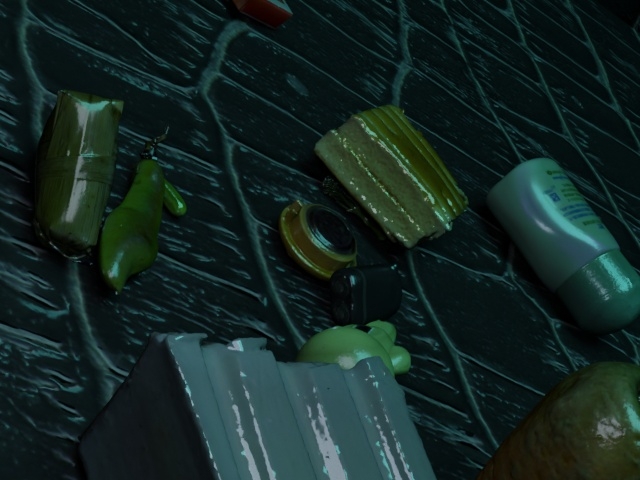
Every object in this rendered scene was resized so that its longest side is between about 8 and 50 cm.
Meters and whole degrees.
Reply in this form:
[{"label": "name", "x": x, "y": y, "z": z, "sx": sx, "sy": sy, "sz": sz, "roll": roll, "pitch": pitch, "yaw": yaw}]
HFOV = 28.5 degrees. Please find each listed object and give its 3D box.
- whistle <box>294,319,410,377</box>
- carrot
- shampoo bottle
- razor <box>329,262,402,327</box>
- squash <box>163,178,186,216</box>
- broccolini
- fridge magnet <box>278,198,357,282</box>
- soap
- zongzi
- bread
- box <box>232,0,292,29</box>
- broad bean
[{"label": "whistle", "x": 0.046, "y": 0.177, "z": 1.662, "sx": 0.141, "sy": 0.141, "sz": 0.294, "roll": 51, "pitch": 12, "yaw": 11}, {"label": "carrot", "x": 0.321, "y": 0.313, "z": 1.594, "sx": 0.224, "sy": 0.341, "sz": 0.224, "roll": 28, "pitch": 34, "yaw": -21}, {"label": "shampoo bottle", "x": 0.467, "y": 0.018, "z": 2.346, "sx": 0.349, "sy": 0.151, "sz": 0.222, "roll": 56, "pitch": 25, "yaw": 19}, {"label": "razor", "x": 0.070, "y": 0.079, "z": 1.836, "sx": 0.148, "sy": 0.054, "sz": 0.090, "roll": -8, "pitch": 98, "yaw": -57}, {"label": "squash", "x": -0.213, "y": -0.068, "z": 1.710, "sx": 0.089, "sy": 0.027, "sz": 0.027, "roll": 50, "pitch": 29, "yaw": 11}, {"label": "broccolini", "x": 0.056, "y": -0.054, "z": 2.038, "sx": 0.140, "sy": 0.030, "sz": 0.035, "roll": 43, "pitch": 26, "yaw": -10}, {"label": "fridge magnet", "x": 0.000, "y": 0.000, "z": 1.857, "sx": 0.143, "sy": 0.063, "sz": 0.143, "roll": 30, "pitch": 34, "yaw": -23}, {"label": "soap", "x": -0.023, "y": 0.332, "z": 1.253, "sx": 0.350, "sy": 0.213, "sz": 0.435, "roll": 16, "pitch": 40, "yaw": -45}, {"label": "zongzi", "x": -0.315, "y": -0.065, "z": 1.557, "sx": 0.094, "sy": 0.204, "sz": 0.205, "roll": 11, "pitch": 79, "yaw": -21}, {"label": "bread", "x": 0.133, "y": -0.106, "z": 2.094, "sx": 0.246, "sy": 0.111, "sz": 0.239, "roll": 51, "pitch": 22, "yaw": 4}, {"label": "box", "x": -0.147, "y": -0.495, "z": 2.299, "sx": 0.123, "sy": 0.050, "sz": 0.229, "roll": 17, "pitch": 38, "yaw": -57}, {"label": "broad bean", "x": -0.236, "y": -0.032, "z": 1.604, "sx": 0.325, "sy": 0.067, "sz": 0.075, "roll": -88, "pitch": 167, "yaw": -55}]
